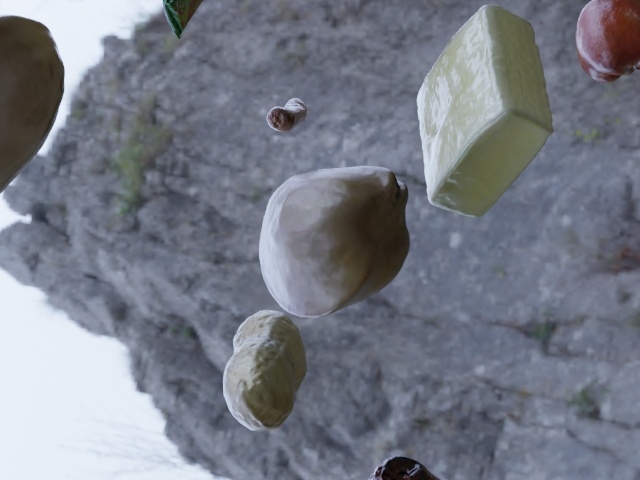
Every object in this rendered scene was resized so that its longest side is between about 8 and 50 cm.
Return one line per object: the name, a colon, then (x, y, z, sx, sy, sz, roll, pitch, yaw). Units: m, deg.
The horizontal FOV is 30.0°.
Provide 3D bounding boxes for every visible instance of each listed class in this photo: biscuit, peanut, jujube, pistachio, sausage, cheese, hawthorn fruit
biscuit: (-0.133, -0.249, 1.203, 0.089, 0.016, 0.046, -63, -33, -35)
peanut: (-0.081, 0.196, 1.765, 0.125, 0.111, 0.274, 58, -164, -16)
jujube: (0.132, 0.403, 1.763, 0.168, 0.168, 0.236, -59, -27, -34)
pistachio: (0.000, 0.000, 1.543, 0.163, 0.260, 0.213, 41, -109, -26)
sausage: (-0.048, -0.189, 1.815, 0.186, 0.043, 0.043, -52, -36, -76)
pistachio: (-0.316, -0.106, 1.068, 0.223, 0.126, 0.152, -56, -33, -5)
cheese: (0.263, -0.212, 1.961, 0.242, 0.124, 0.265, 121, 157, -44)
hawthorn fruit: (0.407, -0.282, 1.616, 0.125, 0.125, 0.140, -8, -71, -59)
